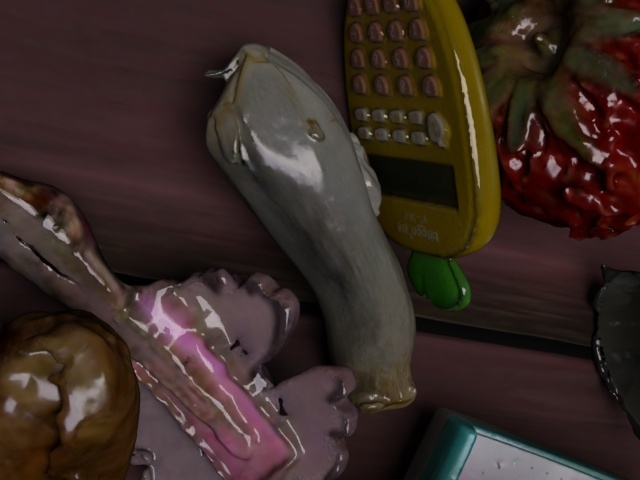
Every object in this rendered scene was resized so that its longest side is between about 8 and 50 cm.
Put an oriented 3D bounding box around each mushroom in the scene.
[{"bbox_3d":[0.002,-0.001,0.740,0.096,0.099,0.278,-17,112,27],"label":"mushroom"}]

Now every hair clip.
[{"bbox_3d":[-0.111,0.059,0.720,0.173,0.069,0.300,-39,103,22],"label":"hair clip"}]

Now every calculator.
[{"bbox_3d":[0.065,-0.068,0.722,0.032,0.146,0.235,-18,106,-25],"label":"calculator"}]

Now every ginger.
[{"bbox_3d":[-0.199,0.175,0.670,0.165,0.172,0.321,-16,123,-49],"label":"ginger"}]

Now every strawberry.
[{"bbox_3d":[0.215,-0.089,0.756,0.244,0.205,0.205,26,92,-40],"label":"strawberry"}]

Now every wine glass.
[{"bbox_3d":[0.342,0.059,0.837,0.232,0.156,0.156,-19,105,-18],"label":"wine glass"}]

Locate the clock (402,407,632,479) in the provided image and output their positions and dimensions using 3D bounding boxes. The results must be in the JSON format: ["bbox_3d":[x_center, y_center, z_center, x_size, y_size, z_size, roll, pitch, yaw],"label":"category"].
[{"bbox_3d":[0.132,0.277,0.834,0.231,0.116,0.262,23,92,-15],"label":"clock"}]
